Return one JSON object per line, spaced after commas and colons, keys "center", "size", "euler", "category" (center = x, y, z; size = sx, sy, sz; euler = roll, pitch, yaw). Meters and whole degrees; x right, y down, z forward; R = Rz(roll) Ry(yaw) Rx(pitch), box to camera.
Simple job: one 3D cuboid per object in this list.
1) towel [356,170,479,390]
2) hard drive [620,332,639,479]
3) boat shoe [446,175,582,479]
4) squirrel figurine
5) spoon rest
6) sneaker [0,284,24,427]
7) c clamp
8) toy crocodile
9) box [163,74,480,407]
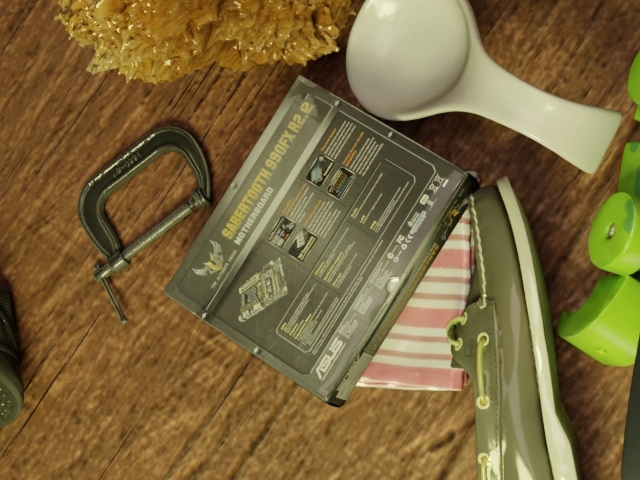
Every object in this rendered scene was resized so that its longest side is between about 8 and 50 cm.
{"center": [0.064, 0.031, 1.382], "size": [0.144, 0.029, 0.197], "euler": [2, 83, 18], "category": "towel"}
{"center": [0.333, 0.080, 1.227], "size": [0.172, 0.054, 0.255], "euler": [13, 88, -21], "category": "hard drive"}
{"center": [0.151, 0.100, 1.302], "size": [0.091, 0.109, 0.305], "euler": [-11, 83, 11], "category": "boat shoe"}
{"center": [-0.102, -0.331, 1.306], "size": [0.281, 0.370, 0.397], "euler": [-7, 80, 17], "category": "squirrel figurine"}
{"center": [0.121, -0.143, 1.327], "size": [0.276, 0.084, 0.137], "euler": [32, 102, 38], "category": "spoon rest"}
{"center": [-0.349, 0.058, 1.436], "size": [0.087, 0.227, 0.130], "euler": [-31, 30, 7], "category": "sneaker"}
{"center": [-0.160, -0.023, 1.469], "size": [0.160, 0.022, 0.137], "euler": [-42, 67, 10], "category": "c clamp"}
{"center": [0.287, -0.061, 1.289], "size": [0.115, 0.105, 0.341], "euler": [18, 86, -22], "category": "toy crocodile"}
{"center": [0.000, 0.000, 1.365], "size": [0.183, 0.056, 0.231], "euler": [31, 90, 21], "category": "box"}
